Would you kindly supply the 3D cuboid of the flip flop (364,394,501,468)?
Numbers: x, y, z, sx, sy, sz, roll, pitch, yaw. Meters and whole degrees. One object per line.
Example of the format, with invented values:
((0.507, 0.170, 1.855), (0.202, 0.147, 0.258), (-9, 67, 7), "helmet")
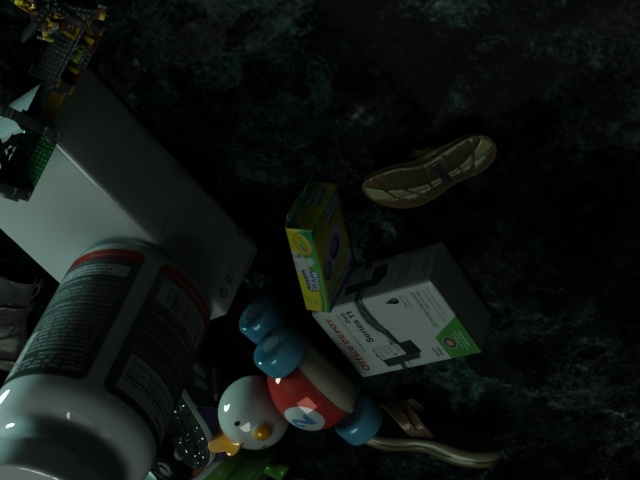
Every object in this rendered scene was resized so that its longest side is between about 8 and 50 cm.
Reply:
((0.157, 0.292, 1.677), (0.277, 0.112, 0.080), (14, 110, 11), "flip flop")

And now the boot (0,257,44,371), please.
((-0.594, 0.104, 1.788), (0.263, 0.091, 0.229), (13, 130, 3), "boot")

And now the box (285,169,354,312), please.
((0.000, 0.000, 1.440), (0.043, 0.105, 0.179), (6, 134, 24), "box")

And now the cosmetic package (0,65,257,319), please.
((-0.302, -0.040, 1.481), (0.217, 0.156, 0.385), (-20, 122, 34), "cosmetic package")

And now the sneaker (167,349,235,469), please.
((-0.211, 0.225, 1.711), (0.107, 0.124, 0.283), (-32, 79, 44), "sneaker")

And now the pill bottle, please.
((-0.287, 0.191, 1.327), (0.210, 0.363, 0.210), (9, 133, 9), "pill bottle")

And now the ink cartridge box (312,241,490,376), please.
((0.115, 0.104, 1.511), (0.208, 0.087, 0.153), (-18, 123, 34), "ink cartridge box")

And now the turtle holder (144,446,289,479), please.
((-0.207, 0.429, 1.868), (0.227, 0.243, 0.320), (38, 168, 12), "turtle holder")

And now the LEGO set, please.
((-0.410, -0.205, 1.212), (0.255, 0.331, 0.192), (34, 180, 13), "LEGO set")

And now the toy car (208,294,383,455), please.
((-0.073, 0.252, 1.581), (0.238, 0.210, 0.219), (-45, 117, 5), "toy car")

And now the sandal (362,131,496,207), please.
((0.140, -0.095, 1.344), (0.180, 0.049, 0.072), (-25, 127, 20), "sandal")

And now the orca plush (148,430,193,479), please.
((-0.303, 0.271, 1.718), (0.151, 0.287, 0.102), (-22, 159, 7), "orca plush")
